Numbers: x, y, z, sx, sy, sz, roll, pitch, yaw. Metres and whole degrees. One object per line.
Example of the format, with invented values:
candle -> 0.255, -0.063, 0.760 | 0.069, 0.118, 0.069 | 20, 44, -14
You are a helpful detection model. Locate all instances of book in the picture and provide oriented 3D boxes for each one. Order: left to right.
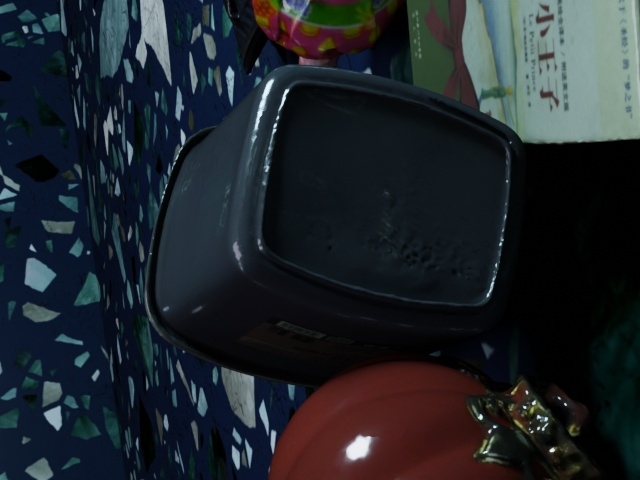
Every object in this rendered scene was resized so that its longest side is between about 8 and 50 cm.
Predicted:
book -> 0.118, -0.155, 0.717 | 0.289, 0.026, 0.201 | -174, 80, -71

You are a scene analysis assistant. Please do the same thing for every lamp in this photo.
lamp -> 0.075, 0.165, 0.668 | 0.227, 0.226, 0.227 | 175, 90, -71

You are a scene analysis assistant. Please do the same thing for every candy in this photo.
candy -> -0.006, -0.149, 0.999 | 0.365, 0.124, 0.124 | 107, 153, -65

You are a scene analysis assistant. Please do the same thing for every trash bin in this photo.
trash bin -> 0.000, 0.000, 0.787 | 0.290, 0.209, 0.182 | 147, 137, -71

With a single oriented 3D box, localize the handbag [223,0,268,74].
handbag -> -0.050, -0.296, 1.078 | 0.254, 0.088, 0.211 | 131, 137, -66
